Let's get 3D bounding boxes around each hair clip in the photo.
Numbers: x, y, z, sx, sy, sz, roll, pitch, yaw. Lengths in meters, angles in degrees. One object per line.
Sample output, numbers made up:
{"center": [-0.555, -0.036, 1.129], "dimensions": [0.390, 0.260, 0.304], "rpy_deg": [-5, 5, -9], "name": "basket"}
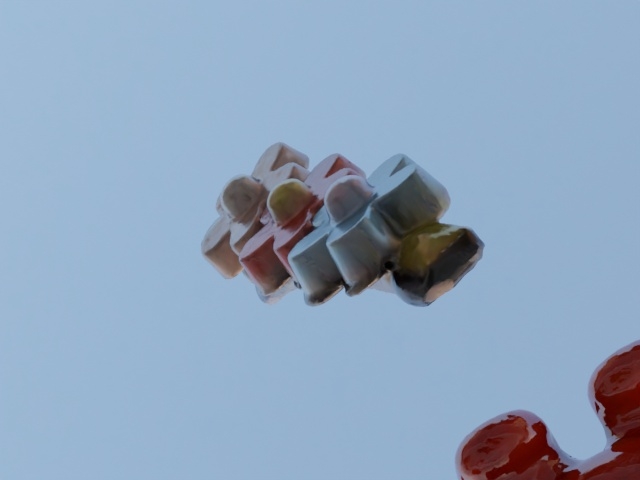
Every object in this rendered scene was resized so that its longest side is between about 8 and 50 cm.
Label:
{"center": [-0.005, -0.005, 0.531], "dimensions": [0.056, 0.214, 0.062], "rpy_deg": [43, -104, -10], "name": "hair clip"}

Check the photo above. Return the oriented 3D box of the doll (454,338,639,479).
{"center": [0.188, 0.204, 0.653], "dimensions": [0.200, 0.105, 0.336], "rpy_deg": [-27, -115, -5], "name": "doll"}
